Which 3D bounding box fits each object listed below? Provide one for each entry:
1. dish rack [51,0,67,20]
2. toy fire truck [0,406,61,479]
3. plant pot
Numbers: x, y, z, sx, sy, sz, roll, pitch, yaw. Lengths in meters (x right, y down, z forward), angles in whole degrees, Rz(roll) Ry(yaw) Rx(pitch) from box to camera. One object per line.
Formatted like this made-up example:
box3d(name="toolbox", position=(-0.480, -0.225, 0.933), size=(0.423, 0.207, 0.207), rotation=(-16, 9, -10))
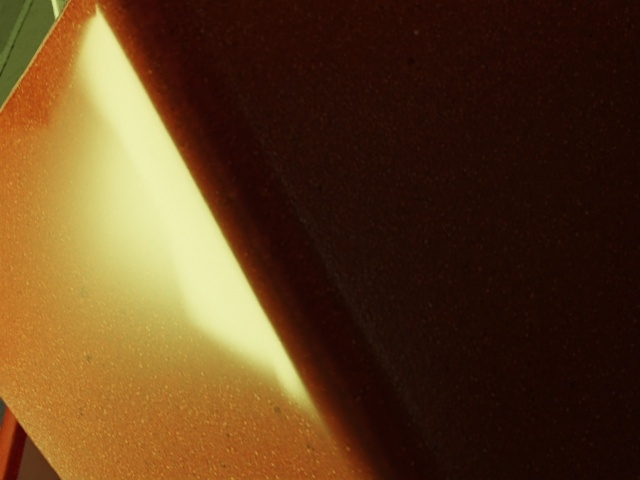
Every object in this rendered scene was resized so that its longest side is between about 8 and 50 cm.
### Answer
box3d(name="dish rack", position=(-0.118, -0.301, 1.094), size=(0.286, 0.072, 0.333), rotation=(89, -164, -48))
box3d(name="toy fire truck", position=(-0.043, 0.180, 0.650), size=(0.169, 0.254, 0.302), rotation=(-53, 22, 38))
box3d(name="plant pot", position=(0.043, 0.031, 0.529), size=(0.267, 0.267, 0.236), rotation=(-36, 77, 58))
